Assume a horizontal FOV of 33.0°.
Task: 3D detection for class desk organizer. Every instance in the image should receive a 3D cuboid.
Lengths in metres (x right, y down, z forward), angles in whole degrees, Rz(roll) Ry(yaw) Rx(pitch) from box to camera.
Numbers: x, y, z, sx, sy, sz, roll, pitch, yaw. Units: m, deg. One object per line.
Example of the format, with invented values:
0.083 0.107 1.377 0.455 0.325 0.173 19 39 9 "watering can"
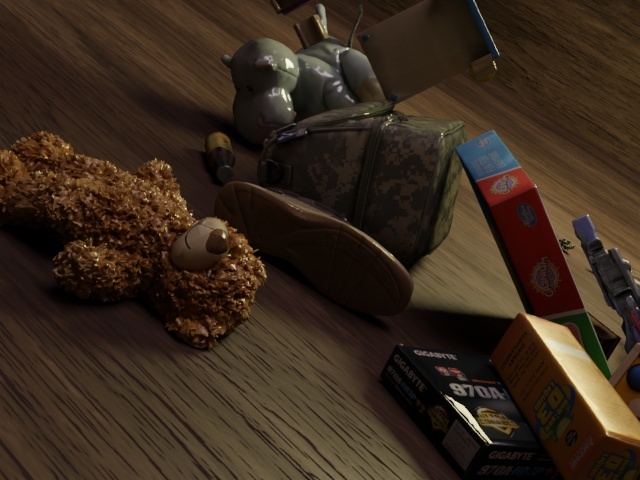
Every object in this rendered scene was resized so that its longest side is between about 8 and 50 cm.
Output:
0.397 0.132 1.681 0.050 0.047 0.130 4 30 -45 "desk organizer"

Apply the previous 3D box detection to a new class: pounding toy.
0.410 0.224 1.354 0.130 0.141 0.100 36 -8 23 "pounding toy"

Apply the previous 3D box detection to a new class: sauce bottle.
-0.148 -0.122 1.608 0.042 0.042 0.128 20 22 -21 "sauce bottle"

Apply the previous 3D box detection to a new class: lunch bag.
0.065 -0.101 1.612 0.256 0.213 0.305 12 13 14 "lunch bag"

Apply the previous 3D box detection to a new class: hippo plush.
-0.024 -0.261 1.811 0.236 0.294 0.234 -2 10 -41 "hippo plush"

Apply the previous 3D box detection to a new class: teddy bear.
-0.214 -0.023 1.155 0.338 0.113 0.245 37 23 25 "teddy bear"

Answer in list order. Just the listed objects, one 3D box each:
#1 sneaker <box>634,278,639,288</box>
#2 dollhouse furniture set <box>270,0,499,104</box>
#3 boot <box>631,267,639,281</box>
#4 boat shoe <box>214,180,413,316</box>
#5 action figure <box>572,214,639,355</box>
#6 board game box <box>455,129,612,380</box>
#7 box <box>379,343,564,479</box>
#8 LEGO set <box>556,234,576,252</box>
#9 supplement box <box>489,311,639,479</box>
0.620 0.108 2.035 0.158 0.061 0.065 33 13 13 "sneaker"
0.106 -0.345 1.777 0.303 0.286 0.198 62 8 -5 "dollhouse furniture set"
0.589 0.061 2.149 0.118 0.042 0.087 30 13 4 "boot"
0.000 0.000 1.403 0.285 0.103 0.092 26 23 13 "boat shoe"
0.532 0.093 1.652 0.341 0.178 0.330 66 14 16 "action figure"
0.295 0.028 1.503 0.242 0.064 0.316 -100 164 -67 "board game box"
0.199 0.198 1.232 0.220 0.051 0.175 12 25 -39 "box"
0.479 0.003 2.176 0.054 0.023 0.083 22 7 -24 "LEGO set"
0.273 0.177 1.191 0.080 0.078 0.233 19 22 -26 "supplement box"
